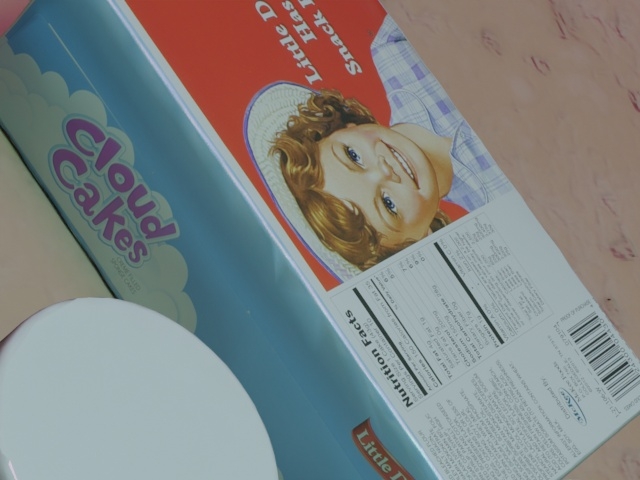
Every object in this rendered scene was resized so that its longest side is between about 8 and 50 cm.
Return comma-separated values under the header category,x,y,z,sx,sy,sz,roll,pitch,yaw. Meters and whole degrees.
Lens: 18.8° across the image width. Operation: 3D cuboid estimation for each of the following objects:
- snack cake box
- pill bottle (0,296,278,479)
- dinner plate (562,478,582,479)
category,x,y,z,sx,sy,sz,roll,pitch,yaw
snack cake box,0.000,0.000,0.775,0.152,0.089,0.264,-27,80,-49
pill bottle,-0.099,0.095,0.523,0.112,0.186,0.112,25,45,-28
dinner plate,0.125,0.168,0.819,0.141,0.017,0.141,25,46,-28
